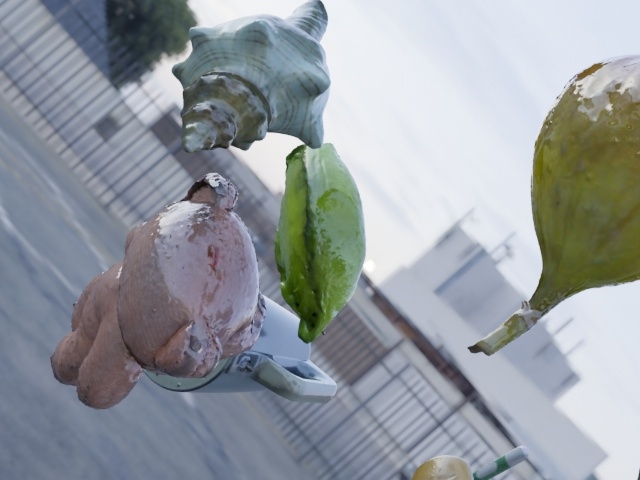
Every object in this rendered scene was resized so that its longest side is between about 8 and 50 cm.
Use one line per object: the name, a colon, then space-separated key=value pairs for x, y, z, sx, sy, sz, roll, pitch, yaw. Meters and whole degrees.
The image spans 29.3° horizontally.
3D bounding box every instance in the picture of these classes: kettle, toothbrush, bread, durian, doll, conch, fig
kettle: x=-0.092 y=0.139 z=1.587 sx=0.210 sy=0.160 sz=0.243 roll=28 pitch=2 yaw=30
toothbrush: x=0.154 y=0.317 z=1.511 sx=0.024 sy=0.257 sz=0.018 roll=28 pitch=37 yaw=-41
bread: x=0.116 y=0.270 z=1.205 sx=0.056 sy=0.082 sz=0.115 roll=18 pitch=52 yaw=-33
durian: x=0.000 y=0.000 z=1.536 sx=0.139 sy=0.101 sz=0.250 roll=148 pitch=-62 yaw=-71
doll: x=-0.148 y=0.073 z=1.160 sx=0.156 sy=0.201 sz=0.303 roll=23 pitch=-29 yaw=-23
conch: x=-0.041 y=-0.141 z=1.065 sx=0.137 sy=0.234 sz=0.114 roll=58 pitch=-30 yaw=4
fig: x=0.193 y=-0.015 z=0.857 sx=0.159 sy=0.257 sz=0.159 roll=42 pitch=-8 yaw=7

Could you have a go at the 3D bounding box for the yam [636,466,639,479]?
yam: x=0.438 y=0.278 z=1.156 sx=0.300 sy=0.195 sz=0.195 roll=35 pitch=6 yaw=-35
